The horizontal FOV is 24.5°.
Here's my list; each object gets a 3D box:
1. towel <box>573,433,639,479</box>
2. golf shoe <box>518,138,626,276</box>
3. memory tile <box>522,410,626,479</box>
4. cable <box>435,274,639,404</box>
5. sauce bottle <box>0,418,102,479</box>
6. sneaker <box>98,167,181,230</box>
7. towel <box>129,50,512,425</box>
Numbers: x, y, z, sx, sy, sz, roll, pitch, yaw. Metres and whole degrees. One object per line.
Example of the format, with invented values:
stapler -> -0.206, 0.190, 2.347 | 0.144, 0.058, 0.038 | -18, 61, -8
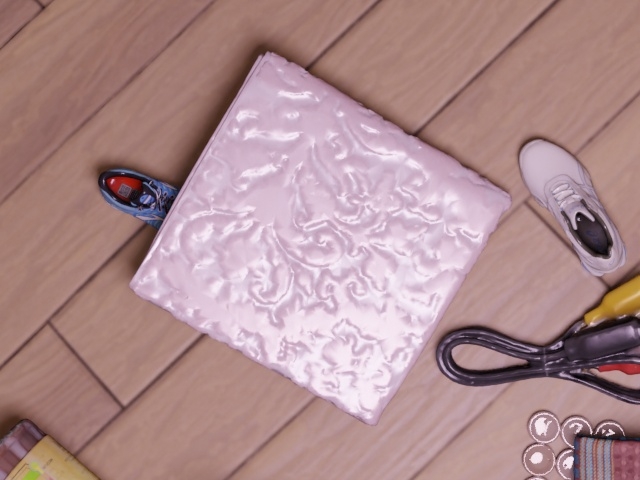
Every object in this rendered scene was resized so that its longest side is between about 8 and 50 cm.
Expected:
towel -> 0.393, 0.395, 1.542 | 0.271, 0.040, 0.370 | 0, 93, 28
golf shoe -> 0.282, -0.044, 1.640 | 0.069, 0.086, 0.176 | -36, 79, 5
memory tile -> 0.280, 0.269, 1.646 | 0.113, 0.012, 0.148 | 6, 86, 9
cable -> 0.280, 0.129, 1.653 | 0.287, 0.072, 0.139 | -15, 100, 18
sauce bottle -> -0.238, 0.347, 1.657 | 0.344, 0.111, 0.111 | 39, 91, 2
sneaker -> -0.190, -0.040, 1.711 | 0.162, 0.073, 0.063 | 19, 88, 8
towel -> 0.000, 0.000, 1.669 | 0.332, 0.053, 0.317 | 31, 89, -2
